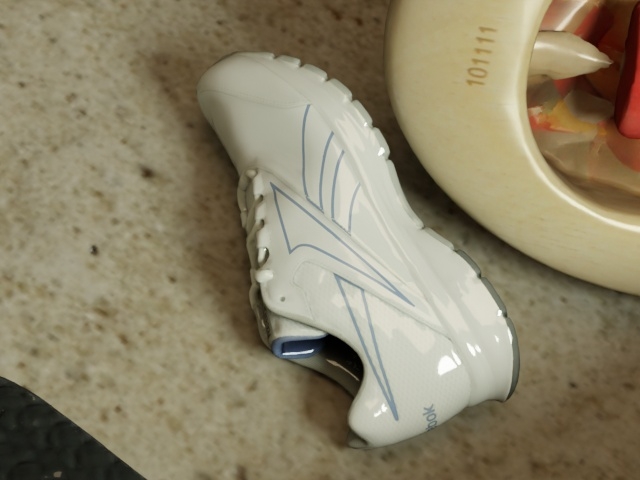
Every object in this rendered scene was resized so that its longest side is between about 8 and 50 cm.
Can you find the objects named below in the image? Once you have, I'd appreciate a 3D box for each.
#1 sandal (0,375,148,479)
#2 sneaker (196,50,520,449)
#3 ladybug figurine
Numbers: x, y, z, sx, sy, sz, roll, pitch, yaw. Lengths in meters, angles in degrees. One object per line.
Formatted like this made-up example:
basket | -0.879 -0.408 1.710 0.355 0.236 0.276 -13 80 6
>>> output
sandal | -0.088 0.236 1.086 0.167 0.107 0.446 -37 58 -24
sneaker | 0.000 0.000 1.228 0.129 0.111 0.297 -30 67 -17
ladybug figurine | 0.257 -0.116 1.260 0.449 0.305 0.162 10 15 -9
